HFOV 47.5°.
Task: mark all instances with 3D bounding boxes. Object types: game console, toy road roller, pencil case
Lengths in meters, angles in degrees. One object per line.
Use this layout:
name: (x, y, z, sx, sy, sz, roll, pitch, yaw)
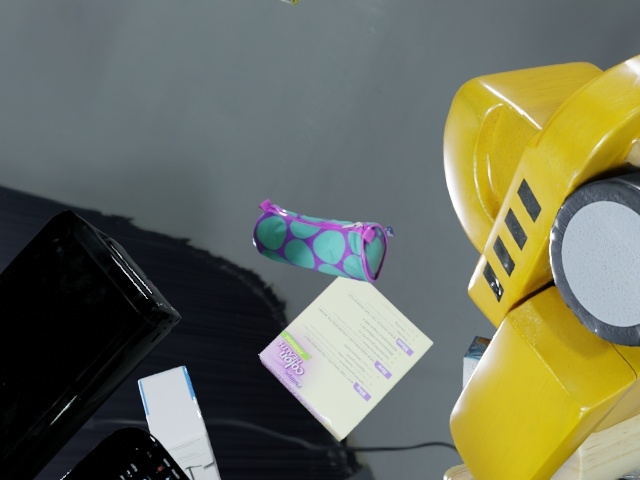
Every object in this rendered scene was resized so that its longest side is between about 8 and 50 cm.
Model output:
game console: (-0.145, 0.158, 0.504, 0.361, 0.044, 0.213, 43, 92, 25)
toy road roller: (0.196, 0.012, 0.542, 0.240, 0.203, 0.329, 56, 147, 38)
pencil case: (0.000, 0.000, 0.795, 0.152, 0.064, 0.070, 11, 127, 33)

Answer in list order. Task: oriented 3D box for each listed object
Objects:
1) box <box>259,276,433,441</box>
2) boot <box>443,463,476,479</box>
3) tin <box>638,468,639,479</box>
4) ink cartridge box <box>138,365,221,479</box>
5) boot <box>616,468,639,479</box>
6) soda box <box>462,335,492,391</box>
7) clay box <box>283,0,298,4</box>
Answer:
box: (0.047, 0.213, 1.368, 0.213, 0.243, 0.117, 43, 165, 12)
boot: (0.363, 0.490, 1.311, 0.269, 0.236, 0.089, -119, 9, -72)
tin: (0.392, 0.264, 0.794, 0.106, 0.040, 0.189, -171, 84, -78)
ink cartridge box: (-0.235, 0.338, 1.235, 0.203, 0.086, 0.148, 85, 161, -44)
boot: (0.528, 0.415, 1.267, 0.083, 0.161, 0.246, -49, 61, 2)
soda box: (0.247, 0.234, 1.076, 0.063, 0.058, 0.183, 11, 122, 26)
clay box: (-0.084, -0.406, 0.899, 0.222, 0.127, 0.053, 86, -151, -62)
